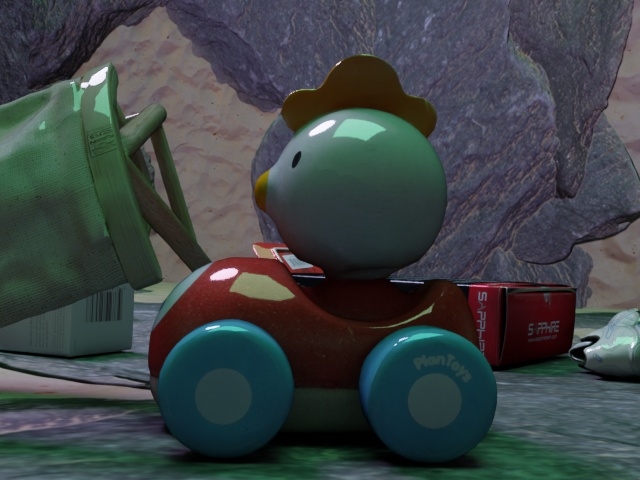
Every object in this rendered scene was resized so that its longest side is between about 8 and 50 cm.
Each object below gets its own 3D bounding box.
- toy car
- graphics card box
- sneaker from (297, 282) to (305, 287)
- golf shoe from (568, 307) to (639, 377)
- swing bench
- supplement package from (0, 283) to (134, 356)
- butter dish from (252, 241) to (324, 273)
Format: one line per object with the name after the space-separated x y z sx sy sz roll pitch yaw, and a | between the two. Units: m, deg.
0.000 0.000 0.575 0.211 0.237 0.219 2 -2 -4 | toy car
0.099 0.089 1.112 0.371 0.094 0.233 3 -1 33 | graphics card box
-0.024 0.082 0.885 0.164 0.086 0.226 5 -1 -9 | sneaker
0.306 0.109 0.955 0.086 0.069 0.176 -4 -3 9 | golf shoe
-0.233 -0.009 0.643 0.253 0.165 0.254 -18 -2 1 | swing bench
-0.302 0.062 0.955 0.179 0.105 0.105 1 -1 24 | supplement package
-0.055 0.090 1.650 0.160 0.118 0.159 3 43 -41 | butter dish
